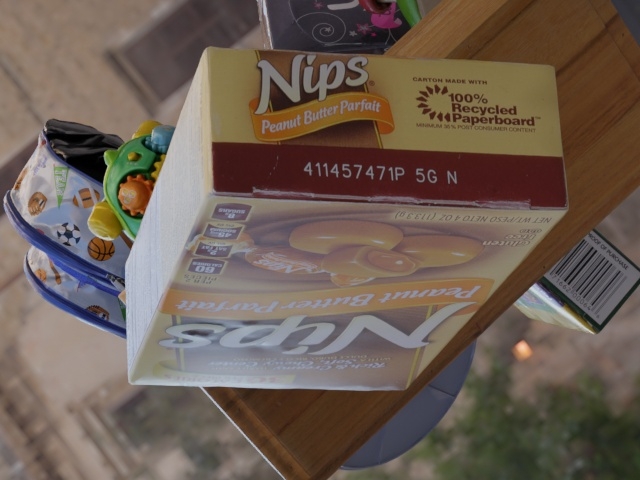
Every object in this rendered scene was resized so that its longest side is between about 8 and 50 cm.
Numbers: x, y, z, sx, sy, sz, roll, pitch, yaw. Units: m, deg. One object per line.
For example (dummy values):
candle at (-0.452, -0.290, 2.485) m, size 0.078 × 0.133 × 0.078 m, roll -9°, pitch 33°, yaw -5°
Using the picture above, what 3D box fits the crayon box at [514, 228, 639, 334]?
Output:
crayon box at (0.201, -0.043, 2.440) m, size 0.363 × 0.106 × 0.313 m, roll 41°, pitch 176°, yaw -8°

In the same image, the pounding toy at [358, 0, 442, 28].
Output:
pounding toy at (0.096, -0.313, 2.004) m, size 0.183 × 0.110 × 0.237 m, roll -40°, pitch -53°, yaw -45°

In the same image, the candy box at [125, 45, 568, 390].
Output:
candy box at (0.000, 0.000, 1.087) m, size 0.316 × 0.183 × 0.087 m, roll 120°, pitch 150°, yaw -65°

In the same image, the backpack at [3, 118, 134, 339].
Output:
backpack at (-0.231, -0.015, 2.225) m, size 0.263 × 0.213 × 0.276 m, roll 34°, pitch -177°, yaw -21°

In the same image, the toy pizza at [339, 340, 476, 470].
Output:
toy pizza at (0.056, 0.107, 1.689) m, size 0.032 × 0.201 × 0.201 m, roll 32°, pitch 174°, yaw 41°

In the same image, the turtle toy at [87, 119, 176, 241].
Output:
turtle toy at (-0.090, -0.027, 1.328) m, size 0.130 × 0.095 × 0.066 m, roll 31°, pitch 154°, yaw -13°

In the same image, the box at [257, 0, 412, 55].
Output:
box at (0.014, -0.254, 2.168) m, size 0.142 × 0.163 × 0.247 m, roll 89°, pitch 174°, yaw -53°

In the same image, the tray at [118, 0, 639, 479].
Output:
tray at (0.072, -0.020, 1.449) m, size 0.203 × 0.411 × 0.076 m, roll 51°, pitch 173°, yaw -31°
